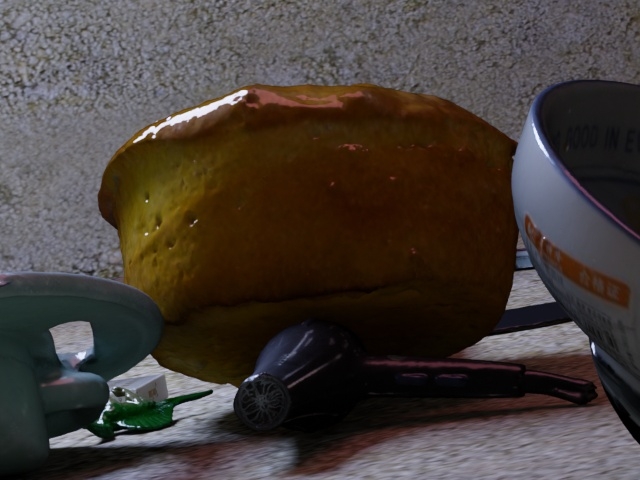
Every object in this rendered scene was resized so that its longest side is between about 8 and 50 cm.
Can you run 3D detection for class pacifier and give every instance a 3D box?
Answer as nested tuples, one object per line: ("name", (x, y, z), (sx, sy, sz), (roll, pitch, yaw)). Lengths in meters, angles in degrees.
("pacifier", (-0.280, 0.041, 1.290), (0.343, 0.269, 0.288), (-6, -22, -8))

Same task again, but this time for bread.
("bread", (-0.005, 0.001, 1.390), (0.312, 0.172, 0.312), (-2, -20, -1))

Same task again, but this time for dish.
("dish", (0.195, 0.047, 0.899), (0.273, 0.134, 0.273), (21, 24, -10))

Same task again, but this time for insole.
("insole", (0.228, 0.060, 1.738), (0.348, 0.009, 0.119), (-10, 5, -18))

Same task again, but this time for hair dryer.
("hair dryer", (0.062, 0.090, 1.216), (0.219, 0.075, 0.195), (1, 4, 12))

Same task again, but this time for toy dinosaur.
("toy dinosaur", (-0.125, 0.127, 1.420), (0.119, 0.029, 0.060), (-4, 16, -33))

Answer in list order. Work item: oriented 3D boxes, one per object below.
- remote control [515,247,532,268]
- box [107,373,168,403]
("remote control", (0.206, 0.022, 2.321), (0.166, 0.029, 0.065), (-6, 3, 39))
("box", (-0.211, 0.130, 1.530), (0.167, 0.024, 0.090), (-8, 3, 10))
